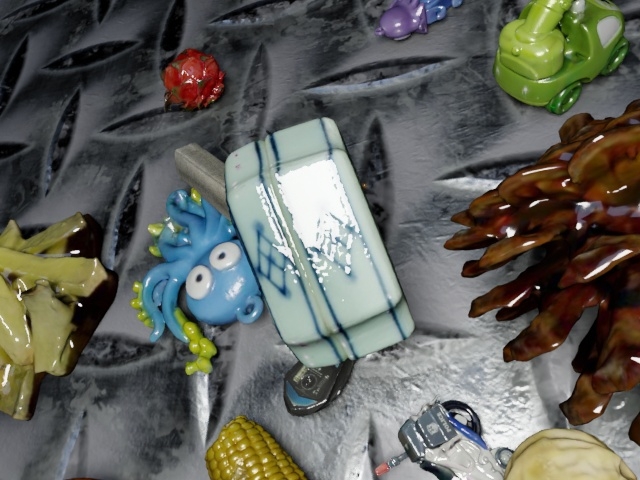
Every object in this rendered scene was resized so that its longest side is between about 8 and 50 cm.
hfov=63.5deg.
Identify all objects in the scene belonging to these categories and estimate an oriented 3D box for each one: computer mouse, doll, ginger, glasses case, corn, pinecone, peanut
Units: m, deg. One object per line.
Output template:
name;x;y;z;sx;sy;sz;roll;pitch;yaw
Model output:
computer mouse;0.000;0.196;0.744;0.079;0.047;0.135;22;65;35
doll;-0.183;0.012;0.870;0.346;0.099;0.341;-41;57;-6
ginger;-0.587;0.114;0.925;0.413;0.211;0.358;-41;61;-1
glasses case;-0.167;-0.088;0.848;0.047;0.071;0.205;-29;48;-32
doll;0.187;-0.424;0.950;0.206;0.067;0.110;-30;45;-6
corn;-0.023;0.372;0.632;0.120;0.120;0.363;-43;57;-2
pinecone;0.335;0.022;0.508;0.398;0.398;0.397;-9;64;18
peanut;0.261;0.329;0.490;0.147;0.147;0.305;-9;90;18

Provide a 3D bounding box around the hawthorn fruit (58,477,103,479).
hawthorn fruit;-0.366;0.427;0.721;0.200;0.179;0.179;-20;58;36

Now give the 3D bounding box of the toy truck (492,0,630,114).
toy truck;0.340;-0.299;0.758;0.187;0.210;0.148;-51;58;15

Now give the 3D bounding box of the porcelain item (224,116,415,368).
porcelain item;0.000;0.000;0.670;0.157;0.281;0.286;-21;93;8

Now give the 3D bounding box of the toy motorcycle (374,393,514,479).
toy motorcycle;0.164;0.299;0.607;0.150;0.102;0.221;-23;61;-14

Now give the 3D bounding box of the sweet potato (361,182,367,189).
sweet potato;0.039;-0.095;0.873;0.095;0.034;0.034;21;75;39

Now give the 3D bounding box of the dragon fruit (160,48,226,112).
dragon fruit;-0.259;-0.326;1.057;0.142;0.130;0.121;-3;99;19
